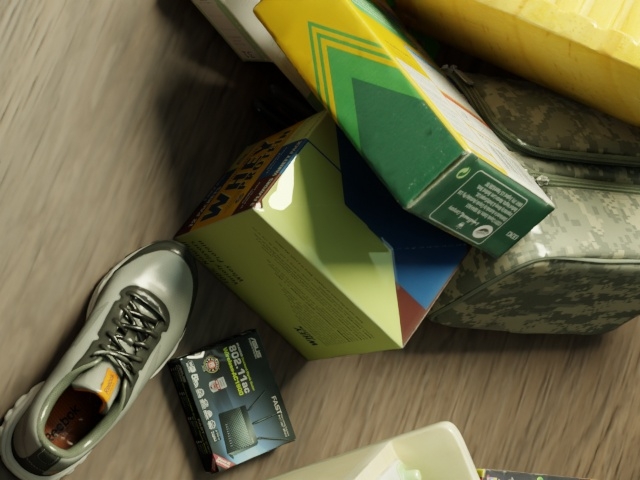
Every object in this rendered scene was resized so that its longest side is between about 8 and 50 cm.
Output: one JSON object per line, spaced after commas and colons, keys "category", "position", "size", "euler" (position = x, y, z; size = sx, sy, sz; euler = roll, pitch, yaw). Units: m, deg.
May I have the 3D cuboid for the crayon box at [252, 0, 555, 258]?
{"category": "crayon box", "position": [0.066, -0.141, 1.417], "size": [0.203, 0.083, 0.323], "euler": [24, 27, -57]}

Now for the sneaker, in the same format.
{"category": "sneaker", "position": [-0.194, 0.114, 1.417], "size": [0.100, 0.108, 0.271], "euler": [39, 66, -14]}

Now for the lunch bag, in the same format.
{"category": "lunch bag", "position": [0.237, -0.051, 1.605], "size": [0.305, 0.212, 0.256], "euler": [3, 63, -32]}

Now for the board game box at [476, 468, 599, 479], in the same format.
{"category": "board game box", "position": [0.181, 0.262, 1.546], "size": [0.141, 0.170, 0.048], "euler": [8, 80, -25]}

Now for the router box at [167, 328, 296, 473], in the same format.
{"category": "router box", "position": [-0.089, 0.161, 1.499], "size": [0.092, 0.038, 0.122], "euler": [-20, 91, -29]}

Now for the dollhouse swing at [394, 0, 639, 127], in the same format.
{"category": "dollhouse swing", "position": [0.294, -0.302, 1.497], "size": [0.347, 0.315, 0.305], "euler": [26, 87, 10]}

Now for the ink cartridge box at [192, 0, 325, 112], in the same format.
{"category": "ink cartridge box", "position": [-0.025, -0.253, 1.592], "size": [0.235, 0.056, 0.171], "euler": [49, 62, -39]}

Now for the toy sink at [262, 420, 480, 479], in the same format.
{"category": "toy sink", "position": [0.034, 0.289, 1.418], "size": [0.153, 0.234, 0.131], "euler": [68, 22, -3]}

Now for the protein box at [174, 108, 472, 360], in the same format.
{"category": "protein box", "position": [0.000, 0.000, 1.477], "size": [0.200, 0.201, 0.136], "euler": [43, 66, -15]}

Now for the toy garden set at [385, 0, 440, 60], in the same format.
{"category": "toy garden set", "position": [0.087, -0.337, 1.634], "size": [0.204, 0.049, 0.244], "euler": [43, 62, -35]}

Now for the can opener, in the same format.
{"category": "can opener", "position": [0.005, -0.103, 1.582], "size": [0.186, 0.059, 0.073], "euler": [27, 27, -27]}
